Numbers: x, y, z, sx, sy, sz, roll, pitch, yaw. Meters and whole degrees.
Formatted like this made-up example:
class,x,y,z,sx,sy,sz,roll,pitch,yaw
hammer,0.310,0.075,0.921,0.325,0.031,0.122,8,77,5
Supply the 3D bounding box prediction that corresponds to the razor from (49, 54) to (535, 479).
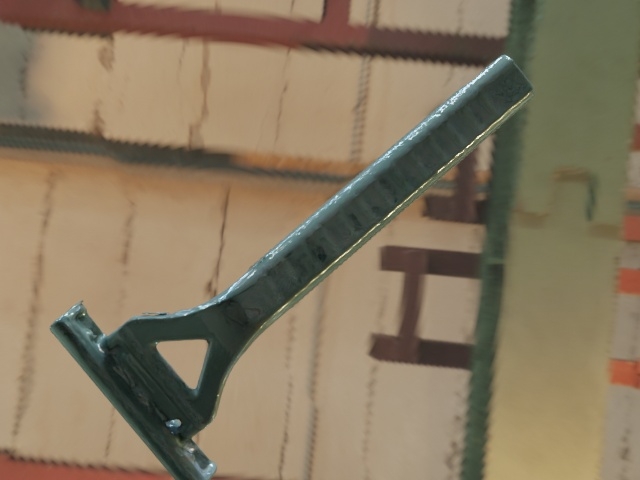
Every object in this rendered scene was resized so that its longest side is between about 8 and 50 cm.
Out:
class,x,y,z,sx,sy,sz,roll,pitch,yaw
razor,0.004,-0.002,0.990,0.278,0.056,0.111,-40,-86,-14
